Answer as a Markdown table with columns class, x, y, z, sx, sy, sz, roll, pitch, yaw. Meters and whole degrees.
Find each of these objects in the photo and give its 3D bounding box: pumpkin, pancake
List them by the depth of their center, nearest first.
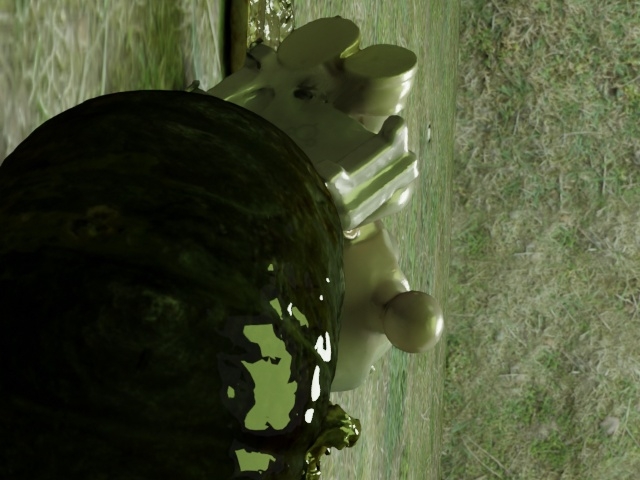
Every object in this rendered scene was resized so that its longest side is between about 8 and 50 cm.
| class | x | y | z | sx | sy | sz | roll | pitch | yaw |
| --- | --- | --- | --- | --- | --- | --- | --- | --- | --- |
| pumpkin | -0.061 | 0.055 | 0.534 | 0.223 | 0.157 | 0.224 | 13 | 90 | -87 |
| pancake | -0.036 | -0.146 | 0.980 | 0.158 | 0.028 | 0.158 | 0 | 90 | -80 |

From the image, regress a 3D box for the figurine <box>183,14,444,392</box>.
| class | x | y | z | sx | sy | sz | roll | pitch | yaw |
| --- | --- | --- | --- | --- | --- | --- | --- | --- | --- |
| figurine | -0.002 | 0.007 | 0.870 | 0.257 | 0.182 | 0.144 | 87 | 27 | -42 |
